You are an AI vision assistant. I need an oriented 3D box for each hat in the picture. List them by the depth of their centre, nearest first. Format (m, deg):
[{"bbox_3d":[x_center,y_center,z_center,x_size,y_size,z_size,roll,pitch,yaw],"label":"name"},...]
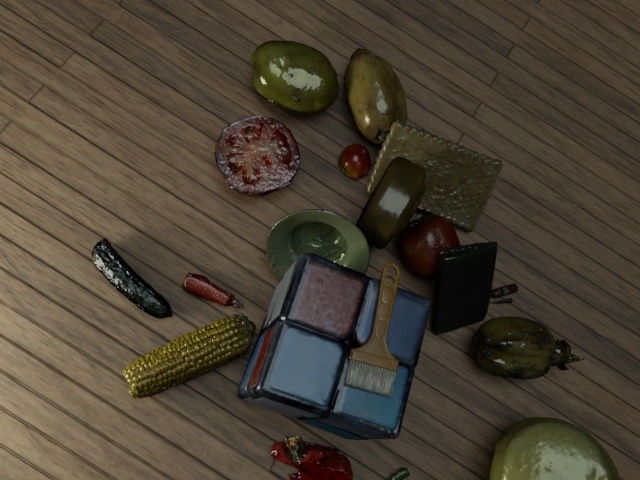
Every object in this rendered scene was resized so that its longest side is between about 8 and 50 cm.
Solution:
[{"bbox_3d":[0.000,0.000,1.593,0.257,0.257,0.130,19,34,-5],"label":"hat"}]

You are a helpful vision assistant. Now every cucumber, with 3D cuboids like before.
[{"bbox_3d":[-0.447,0.102,1.519,0.245,0.067,0.067,45,70,4],"label":"cucumber"}]

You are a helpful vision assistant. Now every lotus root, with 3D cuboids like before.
[{"bbox_3d":[0.515,0.272,1.623,0.277,0.154,0.154,6,72,-9],"label":"lotus root"},{"bbox_3d":[0.148,-0.399,1.753,0.146,0.160,0.284,-24,71,22],"label":"lotus root"}]

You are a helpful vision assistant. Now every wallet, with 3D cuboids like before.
[{"bbox_3d":[0.358,0.119,1.615,0.168,0.245,0.052,-12,33,-19],"label":"wallet"}]

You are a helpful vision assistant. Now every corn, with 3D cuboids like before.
[{"bbox_3d":[-0.294,0.264,1.478,0.317,0.115,0.115,-23,79,-15],"label":"corn"}]

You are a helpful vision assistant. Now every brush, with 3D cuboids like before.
[{"bbox_3d":[0.123,0.172,1.306,0.103,0.013,0.273,18,70,-11],"label":"brush"}]

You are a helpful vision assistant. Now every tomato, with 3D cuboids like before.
[{"bbox_3d":[-0.165,-0.208,1.663,0.224,0.085,0.225,2,75,-8],"label":"tomato"}]

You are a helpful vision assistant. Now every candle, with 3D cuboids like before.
[{"bbox_3d":[-0.256,0.124,1.559,0.162,0.048,0.053,26,53,-3],"label":"candle"}]

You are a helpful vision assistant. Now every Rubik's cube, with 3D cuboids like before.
[{"bbox_3d":[0.024,0.248,1.430,0.318,0.313,0.316,20,71,-8],"label":"Rubik's cube"}]

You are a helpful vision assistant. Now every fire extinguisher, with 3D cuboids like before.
[{"bbox_3d":[0.481,0.149,1.717,0.100,0.032,0.046,-15,111,-16],"label":"fire extinguisher"}]

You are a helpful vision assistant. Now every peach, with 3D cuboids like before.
[{"bbox_3d":[0.098,-0.218,1.731,0.098,0.061,0.098,1,71,-4],"label":"peach"}]

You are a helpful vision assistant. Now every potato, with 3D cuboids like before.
[{"bbox_3d":[-0.068,-0.434,1.719,0.228,0.149,0.197,-3,60,-14],"label":"potato"}]

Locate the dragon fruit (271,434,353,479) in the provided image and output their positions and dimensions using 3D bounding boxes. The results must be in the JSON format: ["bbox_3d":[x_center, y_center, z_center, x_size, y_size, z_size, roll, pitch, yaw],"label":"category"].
[{"bbox_3d":[-0.023,0.511,1.489,0.192,0.123,0.092,22,30,0],"label":"dragon fruit"}]

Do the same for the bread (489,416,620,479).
[{"bbox_3d":[0.538,0.574,1.490,0.320,0.237,0.321,-1,68,3],"label":"bread"}]

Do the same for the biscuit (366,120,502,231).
[{"bbox_3d":[0.303,-0.169,1.719,0.324,0.044,0.217,19,106,-5],"label":"biscuit"}]

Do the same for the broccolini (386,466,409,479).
[{"bbox_3d":[0.153,0.656,1.478,0.123,0.062,0.272,38,67,-9],"label":"broccolini"}]

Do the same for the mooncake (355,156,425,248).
[{"bbox_3d":[0.172,-0.082,1.600,0.117,0.235,0.235,30,70,-2],"label":"mooncake"}]

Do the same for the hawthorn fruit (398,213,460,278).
[{"bbox_3d":[0.287,0.032,1.652,0.156,0.157,0.194,-25,94,-18],"label":"hawthorn fruit"}]
